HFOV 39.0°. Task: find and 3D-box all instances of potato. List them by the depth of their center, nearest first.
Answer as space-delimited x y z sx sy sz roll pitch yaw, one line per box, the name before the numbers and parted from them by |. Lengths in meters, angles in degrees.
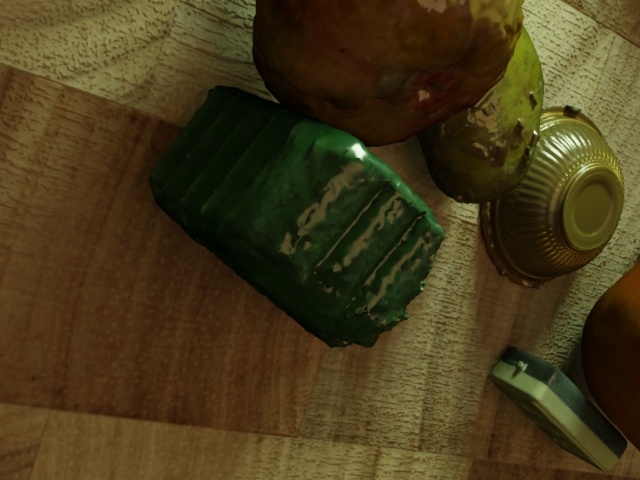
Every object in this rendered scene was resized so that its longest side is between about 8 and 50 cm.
potato | 0.190 -0.187 1.111 0.176 0.141 0.298 -25 116 -32

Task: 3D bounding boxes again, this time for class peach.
peach | 0.565 0.172 1.326 0.343 0.301 0.342 11 56 -16

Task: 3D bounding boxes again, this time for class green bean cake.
green bean cake | 0.000 0.000 0.930 0.300 0.308 0.169 40 85 -33

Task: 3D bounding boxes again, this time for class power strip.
power strip | 0.357 0.255 1.364 0.070 0.105 0.257 -52 123 -10

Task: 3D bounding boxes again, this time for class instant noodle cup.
instant noodle cup | 0.356 -0.055 1.290 0.274 0.091 0.273 -9 107 -31

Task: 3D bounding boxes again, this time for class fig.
fig | 0.051 -0.297 0.942 0.286 0.286 0.368 -2 69 -34
